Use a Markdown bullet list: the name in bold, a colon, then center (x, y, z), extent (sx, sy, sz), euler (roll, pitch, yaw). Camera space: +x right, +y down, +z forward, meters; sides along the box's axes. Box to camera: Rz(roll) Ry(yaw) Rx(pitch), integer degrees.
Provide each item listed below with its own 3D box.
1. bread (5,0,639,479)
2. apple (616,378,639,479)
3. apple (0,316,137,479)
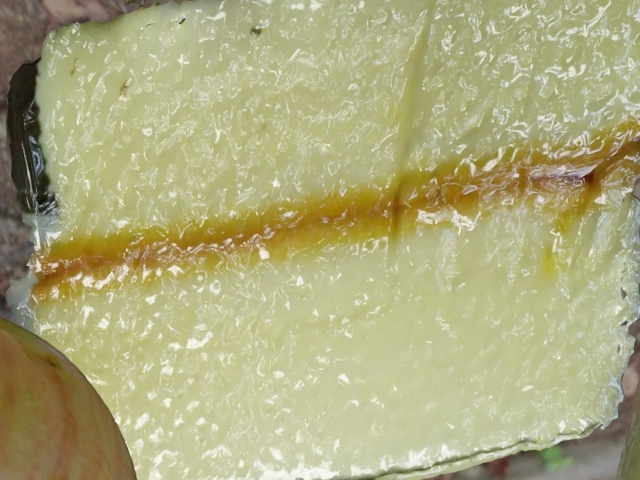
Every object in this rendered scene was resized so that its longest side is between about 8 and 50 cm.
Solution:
- **bread**: center (0.000, 0.000, 0.782), extent (0.242, 0.405, 0.345), euler (-2, 84, -38)
- **apple**: center (0.364, 0.172, 0.883), extent (0.357, 0.357, 0.357), euler (-16, 130, -19)
- **apple**: center (-0.159, 0.113, 0.444), extent (0.209, 0.164, 0.209), euler (-6, 112, -15)
